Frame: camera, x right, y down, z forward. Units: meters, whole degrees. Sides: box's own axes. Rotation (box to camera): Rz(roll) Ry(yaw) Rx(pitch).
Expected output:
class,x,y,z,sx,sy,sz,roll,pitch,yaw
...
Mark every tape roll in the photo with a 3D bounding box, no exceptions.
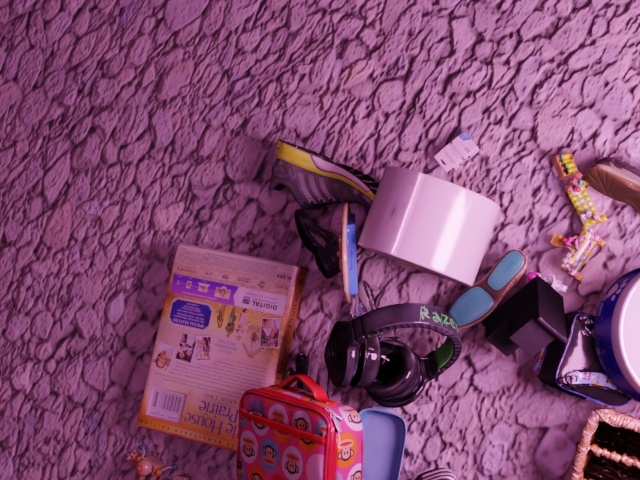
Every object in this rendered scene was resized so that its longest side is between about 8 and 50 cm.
class,x,y,z,sx,sy,sz,roll,pitch,yaw
tape roll,0.213,-0.027,1.898,0.246,0.246,0.169,20,89,22

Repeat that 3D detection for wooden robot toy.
class,x,y,z,sx,sy,sz,roll,pitch,yaw
wooden robot toy,-0.377,0.512,2.111,0.173,0.079,0.076,25,90,22

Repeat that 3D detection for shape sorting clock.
class,x,y,z,sx,sy,sz,roll,pitch,yaw
shape sorting clock,0.054,0.026,1.952,0.040,0.206,0.206,-2,80,2

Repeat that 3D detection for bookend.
class,x,y,z,sx,sy,sz,roll,pitch,yaw
bookend,0.383,0.171,1.822,0.072,0.157,0.156,39,117,-11

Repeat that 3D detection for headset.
class,x,y,z,sx,sy,sz,roll,pitch,yaw
headset,0.095,0.226,1.924,0.394,0.243,0.185,-36,45,29

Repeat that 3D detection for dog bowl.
class,x,y,z,sx,sy,sz,roll,pitch,yaw
dog bowl,0.633,0.170,1.724,0.265,0.104,0.265,1,84,-11

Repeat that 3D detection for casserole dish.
class,x,y,z,sx,sy,sz,roll,pitch,yaw
casserole dish,0.118,0.431,1.967,0.114,0.037,0.188,8,85,21

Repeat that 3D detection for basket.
class,x,y,z,sx,sy,sz,roll,pitch,yaw
basket,0.596,0.438,1.693,0.299,0.223,0.213,18,87,21

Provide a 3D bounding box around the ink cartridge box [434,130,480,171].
class,x,y,z,sx,sy,sz,roll,pitch,yaw
ink cartridge box,0.286,-0.183,2.011,0.083,0.028,0.048,-39,70,10

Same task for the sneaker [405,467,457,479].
class,x,y,z,sx,sy,sz,roll,pitch,yaw
sneaker,0.156,0.566,1.881,0.281,0.106,0.162,-21,96,15

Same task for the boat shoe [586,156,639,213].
class,x,y,z,sx,sy,sz,roll,pitch,yaw
boat shoe,0.627,-0.097,1.848,0.223,0.080,0.073,30,60,19

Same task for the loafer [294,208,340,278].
class,x,y,z,sx,sy,sz,roll,pitch,yaw
loafer,0.000,0.000,2.076,0.061,0.062,0.170,-26,76,-15

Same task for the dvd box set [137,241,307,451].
class,x,y,z,sx,sy,sz,roll,pitch,yaw
dvd box set,-0.216,0.235,2.108,0.308,0.062,0.420,9,84,21

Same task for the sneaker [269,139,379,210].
class,x,y,z,sx,sy,sz,roll,pitch,yaw
sneaker,0.017,-0.111,2.069,0.300,0.111,0.121,27,101,27

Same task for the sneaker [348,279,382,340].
class,x,y,z,sx,sy,sz,roll,pitch,yaw
sneaker,0.092,0.155,2.021,0.058,0.052,0.135,-26,66,25

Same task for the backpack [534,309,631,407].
class,x,y,z,sx,sy,sz,roll,pitch,yaw
backpack,0.515,0.229,1.811,0.173,0.117,0.158,23,80,-13

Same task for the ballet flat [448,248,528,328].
class,x,y,z,sx,sy,sz,roll,pitch,yaw
ballet flat,0.342,0.104,1.923,0.206,0.067,0.073,-44,65,11

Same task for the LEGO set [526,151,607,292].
class,x,y,z,sx,sy,sz,roll,pitch,yaw
LEGO set,0.490,-0.038,1.871,0.132,0.107,0.287,10,85,21

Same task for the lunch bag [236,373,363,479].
class,x,y,z,sx,sy,sz,roll,pitch,yaw
lunch bag,-0.042,0.395,1.888,0.293,0.120,0.258,5,92,48
